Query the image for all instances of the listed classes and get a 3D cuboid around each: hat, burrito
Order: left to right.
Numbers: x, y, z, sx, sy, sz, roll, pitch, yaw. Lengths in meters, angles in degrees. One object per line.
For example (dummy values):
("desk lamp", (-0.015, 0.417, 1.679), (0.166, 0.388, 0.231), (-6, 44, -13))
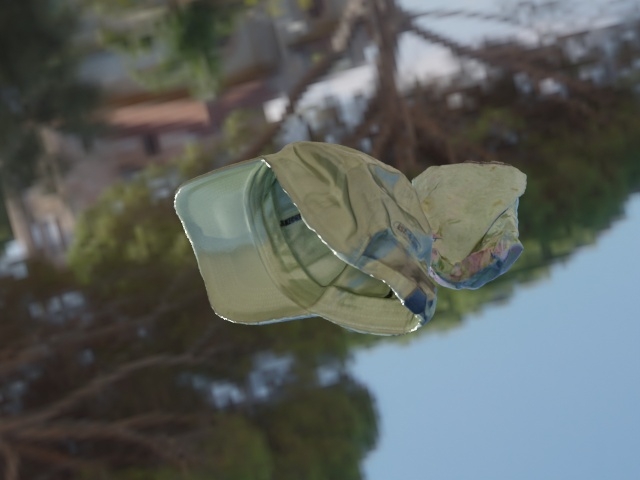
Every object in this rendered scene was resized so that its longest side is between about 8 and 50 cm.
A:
("hat", (-0.007, 0.003, 1.125), (0.166, 0.122, 0.081), (-15, -171, 34))
("burrito", (0.175, -0.015, 2.272), (0.144, 0.089, 0.229), (-6, -151, 10))
